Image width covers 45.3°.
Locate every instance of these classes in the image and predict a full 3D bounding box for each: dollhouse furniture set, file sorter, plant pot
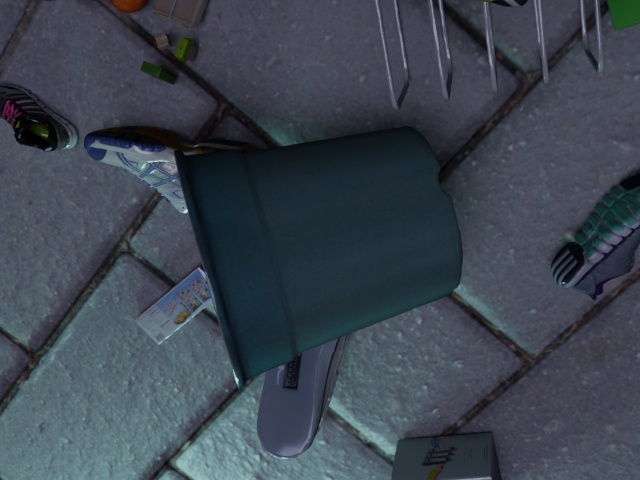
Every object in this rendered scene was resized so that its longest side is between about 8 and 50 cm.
[{"bbox_3d":[-0.223,-0.321,1.188,0.076,0.058,0.151,22,96,11],"label":"dollhouse furniture set"},{"bbox_3d":[0.221,-0.293,1.010,0.278,0.193,0.173,-7,113,15],"label":"file sorter"},{"bbox_3d":[0.000,0.000,1.086,0.334,0.341,0.341,-14,110,-7],"label":"plant pot"}]

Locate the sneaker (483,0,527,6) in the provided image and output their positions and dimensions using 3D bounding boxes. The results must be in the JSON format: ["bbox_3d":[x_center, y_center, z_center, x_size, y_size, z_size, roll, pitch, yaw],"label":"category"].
[{"bbox_3d":[0.124,-0.313,0.858,0.235,0.084,0.097,19,148,-20],"label":"sneaker"}]

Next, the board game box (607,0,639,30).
[{"bbox_3d":[0.379,-0.422,0.874,0.064,0.242,0.316,-8,103,52],"label":"board game box"}]

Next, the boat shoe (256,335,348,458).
[{"bbox_3d":[-0.008,0.175,1.292,0.136,0.156,0.366,8,85,14],"label":"boat shoe"}]

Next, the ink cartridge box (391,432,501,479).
[{"bbox_3d":[0.223,0.430,1.345,0.176,0.127,0.128,-9,110,17],"label":"ink cartridge box"}]

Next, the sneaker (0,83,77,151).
[{"bbox_3d":[-0.490,-0.200,1.268,0.170,0.075,0.063,33,115,-2],"label":"sneaker"}]

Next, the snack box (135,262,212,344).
[{"bbox_3d":[-0.253,0.115,1.377,0.178,0.022,0.064,-38,99,23],"label":"snack box"}]

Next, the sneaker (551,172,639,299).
[{"bbox_3d":[0.453,-0.006,1.154,0.098,0.083,0.223,26,120,-25],"label":"sneaker"}]

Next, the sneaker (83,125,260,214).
[{"bbox_3d":[-0.241,-0.103,1.234,0.297,0.112,0.130,12,115,8],"label":"sneaker"}]

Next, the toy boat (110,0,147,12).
[{"bbox_3d":[-0.305,-0.402,1.126,0.231,0.151,0.151,-14,139,18],"label":"toy boat"}]
